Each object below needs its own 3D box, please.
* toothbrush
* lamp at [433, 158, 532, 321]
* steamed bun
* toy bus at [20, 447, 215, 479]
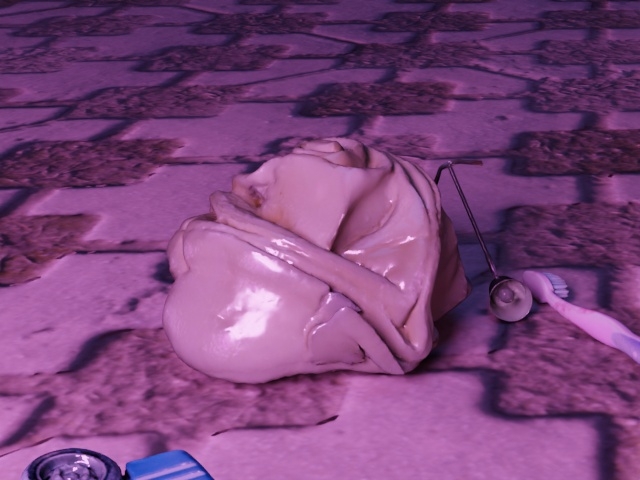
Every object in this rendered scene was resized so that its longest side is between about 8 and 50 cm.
[{"bbox_3d":[0.207,0.069,0.939,0.027,0.021,0.269,-11,22,-16],"label":"toothbrush"},{"bbox_3d":[0.121,-0.001,1.010,0.041,0.121,0.054,-23,9,3],"label":"lamp"},{"bbox_3d":[0.000,0.001,0.943,0.218,0.144,0.211,-1,20,-2],"label":"steamed bun"},{"bbox_3d":[-0.133,0.170,0.500,0.246,0.114,0.134,-11,28,-34],"label":"toy bus"}]
